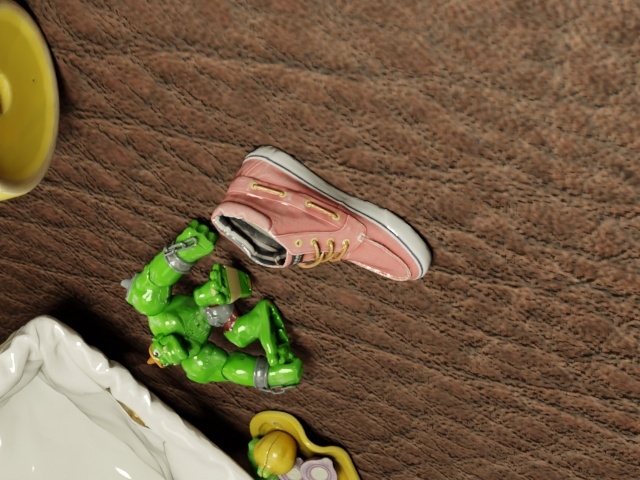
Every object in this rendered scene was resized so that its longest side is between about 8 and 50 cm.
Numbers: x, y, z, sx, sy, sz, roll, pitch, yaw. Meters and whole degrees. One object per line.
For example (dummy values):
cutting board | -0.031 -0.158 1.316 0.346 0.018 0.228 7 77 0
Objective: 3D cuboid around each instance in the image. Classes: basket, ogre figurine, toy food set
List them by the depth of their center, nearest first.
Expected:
ogre figurine | -0.108 0.077 1.234 0.118 0.096 0.197 -18 140 28
basket | -0.304 0.298 1.431 0.328 0.331 0.266 41 165 -14
toy food set | -0.021 0.284 1.446 0.128 0.071 0.217 8 140 31

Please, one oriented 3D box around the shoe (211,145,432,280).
shoe | 0.000 0.000 1.050 0.178 0.081 0.063 32 147 -1

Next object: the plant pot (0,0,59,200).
plant pot | -0.360 -0.114 1.064 0.239 0.254 0.254 -2 136 18
